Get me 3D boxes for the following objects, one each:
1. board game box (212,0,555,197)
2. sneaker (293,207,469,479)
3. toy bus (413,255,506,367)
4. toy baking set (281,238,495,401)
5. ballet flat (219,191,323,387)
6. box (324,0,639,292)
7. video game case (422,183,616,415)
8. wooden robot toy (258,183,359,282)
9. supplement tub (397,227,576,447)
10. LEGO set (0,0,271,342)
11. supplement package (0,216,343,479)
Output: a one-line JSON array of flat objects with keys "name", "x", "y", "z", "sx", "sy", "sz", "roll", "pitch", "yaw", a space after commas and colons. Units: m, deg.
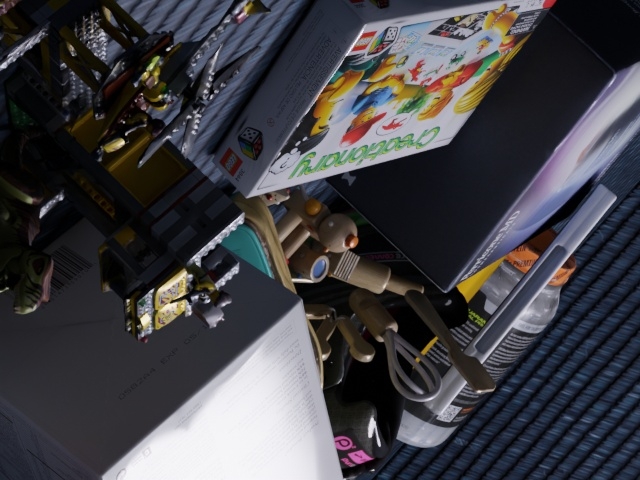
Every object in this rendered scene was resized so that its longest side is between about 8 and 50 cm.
[{"name": "board game box", "x": 0.061, "y": -0.143, "z": 1.675, "sx": 0.305, "sy": 0.053, "sz": 0.193, "roll": -17, "pitch": 150, "yaw": -51}, {"name": "sneaker", "x": -0.036, "y": 0.183, "z": 2.041, "sx": 0.483, "sy": 0.202, "sz": 0.185, "roll": -52, "pitch": 143, "yaw": 3}, {"name": "toy bus", "x": 0.115, "y": 0.034, "z": 2.313, "sx": 0.333, "sy": 0.130, "sz": 0.108, "roll": -52, "pitch": 166, "yaw": 27}, {"name": "toy baking set", "x": 0.041, "y": 0.076, "z": 1.899, "sx": 0.197, "sy": 0.256, "sz": 0.030, "roll": -93, "pitch": -154, "yaw": -55}, {"name": "ballet flat", "x": -0.043, "y": 0.060, "z": 1.765, "sx": 0.073, "sy": 0.080, "sz": 0.232, "roll": -74, "pitch": 155, "yaw": -59}, {"name": "box", "x": 0.204, "y": -0.138, "z": 1.956, "sx": 0.294, "sy": 0.183, "sz": 0.296, "roll": -26, "pitch": 156, "yaw": -54}, {"name": "video game case", "x": 0.205, "y": 0.067, "z": 2.085, "sx": 0.285, "sy": 0.025, "sz": 0.204, "roll": -50, "pitch": 175, "yaw": -2}, {"name": "wooden robot toy", "x": 0.000, "y": 0.000, "z": 1.819, "sx": 0.076, "sy": 0.079, "sz": 0.173, "roll": -54, "pitch": 144, "yaw": -16}, {"name": "supplement tub", "x": 0.176, "y": 0.100, "z": 2.584, "sx": 0.316, "sy": 0.193, "sz": 0.193, "roll": -50, "pitch": 167, "yaw": 21}, {"name": "LEGO set", "x": -0.157, "y": -0.007, "z": 1.137, "sx": 0.255, "sy": 0.192, "sz": 0.331, "roll": -40, "pitch": 166, "yaw": -26}, {"name": "supplement package", "x": -0.128, "y": 0.143, "z": 1.506, "sx": 0.199, "sy": 0.198, "sz": 0.263, "roll": -40, "pitch": 143, "yaw": -24}]
